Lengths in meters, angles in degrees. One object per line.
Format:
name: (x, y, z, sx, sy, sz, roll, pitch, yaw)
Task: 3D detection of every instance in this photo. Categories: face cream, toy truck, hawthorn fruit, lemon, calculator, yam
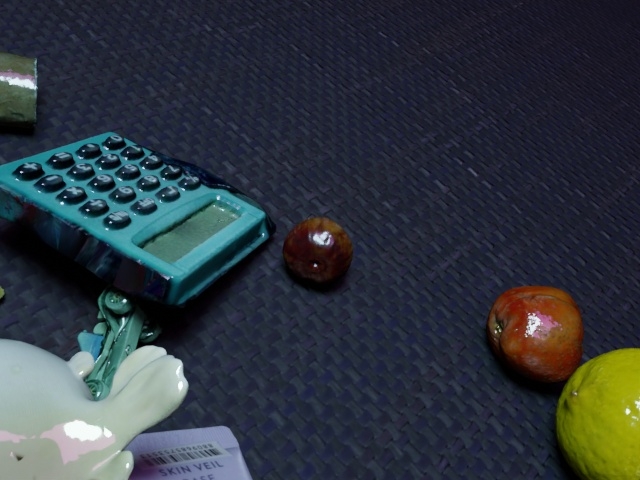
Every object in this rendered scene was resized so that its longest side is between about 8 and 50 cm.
face cream: (-0.085, 0.270, 0.529, 0.154, 0.096, 0.274, 5, 33, -42)
toy truck: (-0.223, 0.123, 0.645, 0.078, 0.080, 0.154, -6, 49, 11)
hawthorn fruit: (0.269, 0.116, 0.783, 0.128, 0.128, 0.128, 9, 50, -11)
lemon: (0.364, 0.211, 0.694, 0.203, 0.178, 0.178, 21, 48, -3)
calculator: (-0.213, -0.043, 0.738, 0.274, 0.058, 0.248, 29, 27, 8)
yam: (-0.494, -0.204, 0.800, 0.259, 0.106, 0.106, 5, 51, -17)

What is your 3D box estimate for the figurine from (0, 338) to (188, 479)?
figurine: (-0.176, 0.202, 0.422, 0.274, 0.226, 0.394, -45, 53, -11)

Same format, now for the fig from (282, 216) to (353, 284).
fig: (0.000, 0.000, 0.817, 0.089, 0.088, 0.125, 17, 30, -4)

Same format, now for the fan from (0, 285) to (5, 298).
fan: (-0.496, 0.062, 0.614, 0.335, 0.011, 0.229, -3, 45, -23)
